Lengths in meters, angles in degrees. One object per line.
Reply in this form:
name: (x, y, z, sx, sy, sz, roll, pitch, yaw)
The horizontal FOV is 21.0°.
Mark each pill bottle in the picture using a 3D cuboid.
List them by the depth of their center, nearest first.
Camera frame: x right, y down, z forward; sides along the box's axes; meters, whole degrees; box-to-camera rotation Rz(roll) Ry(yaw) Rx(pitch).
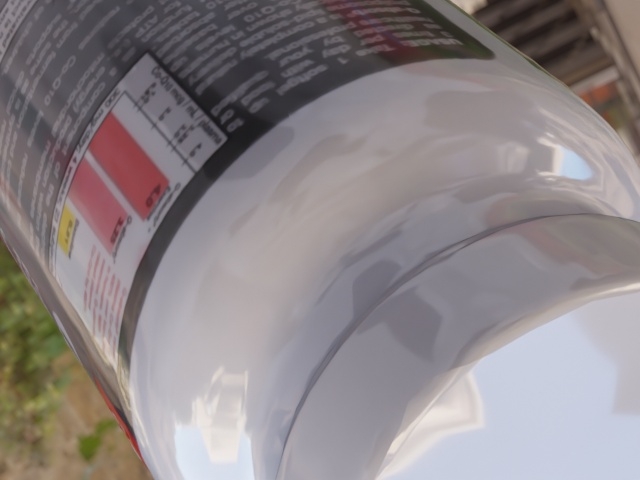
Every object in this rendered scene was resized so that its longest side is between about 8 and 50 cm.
pill bottle: (0.000, 0.000, 0.670, 0.210, 0.210, 0.363, -33, -141, -8)
